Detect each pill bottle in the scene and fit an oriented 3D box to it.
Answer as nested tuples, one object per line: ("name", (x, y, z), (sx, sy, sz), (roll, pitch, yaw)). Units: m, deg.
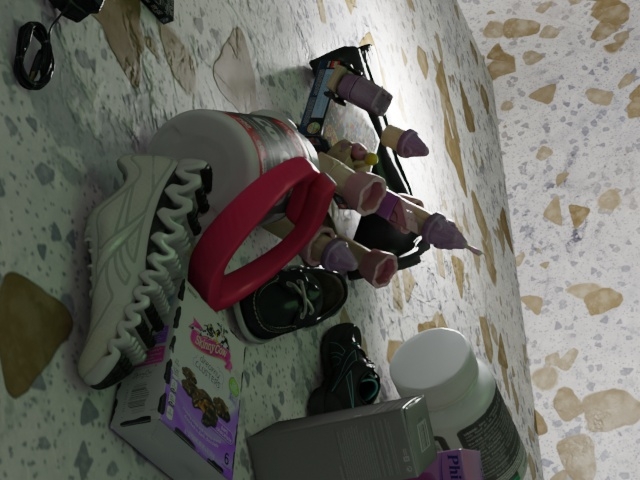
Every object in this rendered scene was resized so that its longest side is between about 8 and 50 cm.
("pill bottle", (0.284, 0.365, 2.074), (0.204, 0.204, 0.361), (-78, 148, -50))
("pill bottle", (-0.109, -0.098, 1.402), (0.283, 0.161, 0.161), (-13, 89, -70))

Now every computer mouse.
("computer mouse", (-0.310, -0.260, 1.173), (0.071, 0.041, 0.242), (50, 38, -34))

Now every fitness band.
("fitness band", (-0.081, -0.004, 1.298), (0.054, 0.209, 0.291), (48, -21, 12))

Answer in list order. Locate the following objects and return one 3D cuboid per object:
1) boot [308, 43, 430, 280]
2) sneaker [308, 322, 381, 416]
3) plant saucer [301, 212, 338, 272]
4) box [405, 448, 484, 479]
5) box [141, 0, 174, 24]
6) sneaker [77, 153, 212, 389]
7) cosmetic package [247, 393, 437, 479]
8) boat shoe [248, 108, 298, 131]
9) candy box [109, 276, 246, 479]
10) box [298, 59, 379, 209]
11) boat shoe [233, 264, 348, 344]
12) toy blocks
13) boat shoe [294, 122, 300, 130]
("boot", (0.086, -0.165, 1.985), (0.367, 0.146, 0.445), (-34, 111, -75))
("sneaker", (0.056, 0.233, 1.701), (0.267, 0.106, 0.101), (-77, 145, -54))
("plant saucer", (0.000, 0.000, 1.820), (0.168, 0.029, 0.169), (-15, 90, -70))
("box", (0.140, 0.453, 1.575), (0.117, 0.242, 0.214), (31, 49, -63))
("box", (-0.236, -0.366, 1.452), (0.067, 0.018, 0.083), (43, 38, -56))
("sneaker", (-0.218, 0.028, 1.131), (0.110, 0.118, 0.292), (98, 9, -63))
("cosmetic package", (0.032, 0.292, 1.411), (0.127, 0.237, 0.107), (-4, 83, -72))
("boat shoe", (-0.059, -0.130, 1.678), (0.219, 0.077, 0.070), (55, 27, -48))
("candy box", (-0.164, 0.172, 1.206), (0.165, 0.070, 0.196), (54, 29, -44))
("box", (0.036, -0.180, 1.760), (0.233, 0.044, 0.159), (57, 42, -54))
("boat shoe", (-0.042, 0.088, 1.557), (0.302, 0.091, 0.114), (-23, 98, -70))
("toy blocks", (0.119, -0.071, 1.620), (0.288, 0.260, 0.309), (21, 97, -56))
("boat shoe", (-0.033, -0.152, 1.813), (0.045, 0.050, 0.135), (37, 32, -55))
